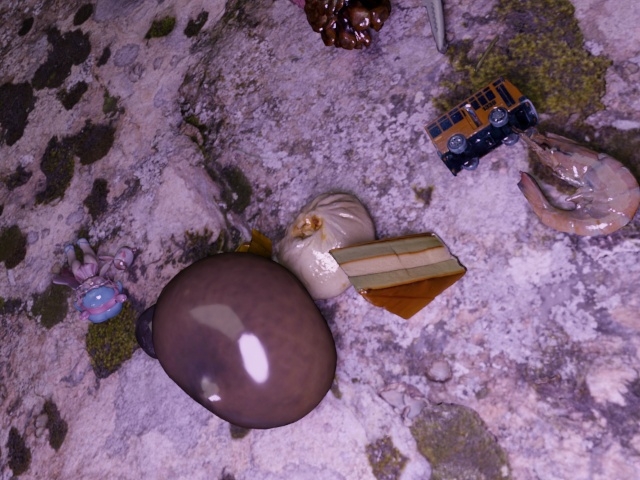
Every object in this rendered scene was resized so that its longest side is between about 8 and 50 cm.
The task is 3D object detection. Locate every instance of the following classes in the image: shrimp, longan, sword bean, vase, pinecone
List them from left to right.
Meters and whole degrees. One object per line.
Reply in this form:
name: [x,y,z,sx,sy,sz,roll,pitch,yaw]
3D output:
vase: [-0.283,0.189,1.369,0.182,0.120,0.120,3,67,14]
longan: [-0.133,0.168,1.171,0.350,0.288,0.288,40,90,24]
pinecone: [0.060,-0.525,1.456,0.202,0.201,0.229,-30,51,21]
sword bean: [0.329,-0.370,1.327,0.012,0.012,0.083,32,87,39]
shrimp: [0.402,-0.094,1.110,0.254,0.059,0.145,33,99,33]

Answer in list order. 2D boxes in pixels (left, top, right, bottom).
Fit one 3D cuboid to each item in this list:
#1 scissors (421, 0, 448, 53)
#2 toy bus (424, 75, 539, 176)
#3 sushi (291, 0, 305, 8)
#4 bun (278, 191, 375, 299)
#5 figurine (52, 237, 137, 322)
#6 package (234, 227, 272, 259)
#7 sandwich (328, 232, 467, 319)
scissors: [0.234,-0.528,1.403,0.137,0.041,0.289,-13,79,29]
toy bus: [0.293,-0.212,1.218,0.182,0.091,0.103,-33,54,16]
sushi: [0.011,-0.655,1.614,0.241,0.107,0.161,-44,51,-5]
bun: [0.000,0.000,1.267,0.222,0.127,0.223,-14,62,28]
figurine: [-0.526,0.085,1.588,0.205,0.103,0.260,-21,45,-23]
package: [-0.150,0.047,1.373,0.131,0.071,0.047,-49,45,-1]
sandwich: [0.132,0.035,1.135,0.144,0.187,0.117,-45,51,12]
